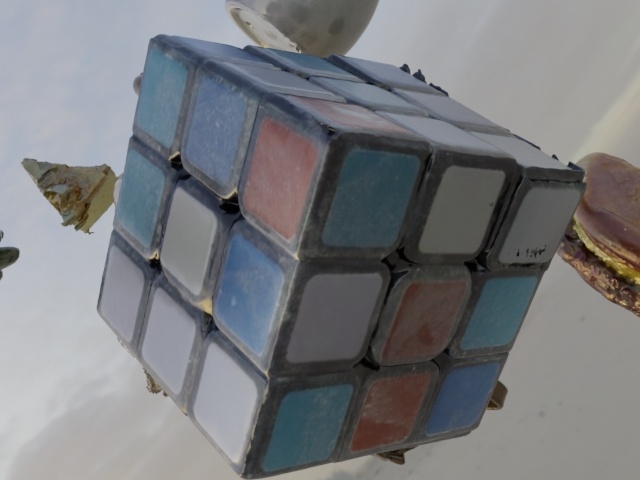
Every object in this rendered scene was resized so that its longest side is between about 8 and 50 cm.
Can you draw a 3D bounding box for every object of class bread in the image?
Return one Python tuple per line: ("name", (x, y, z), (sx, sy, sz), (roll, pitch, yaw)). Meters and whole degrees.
("bread", (-0.430, -0.095, 1.536), (0.127, 0.152, 0.147), (-53, -9, -8))

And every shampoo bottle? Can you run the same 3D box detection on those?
("shampoo bottle", (-0.022, -0.478, 1.664), (0.266, 0.273, 0.273), (-53, -13, -4))

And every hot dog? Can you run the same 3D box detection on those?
("hot dog", (0.568, 0.020, 1.524), (0.223, 0.405, 0.185), (-35, -37, -33))

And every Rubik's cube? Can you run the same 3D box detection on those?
("Rubik's cube", (0.000, 0.000, 0.962), (0.359, 0.362, 0.363), (1, -63, -42))

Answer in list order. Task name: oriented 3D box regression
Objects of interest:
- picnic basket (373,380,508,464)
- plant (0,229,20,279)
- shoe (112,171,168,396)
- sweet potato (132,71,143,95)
("picnic basket", (0.112, 0.195, 1.426), (0.321, 0.254, 0.291), (-8, 49, 50))
("plant", (-0.593, 0.050, 1.459), (0.149, 0.146, 0.274), (-46, 13, 14))
("shoe", (-0.238, 0.070, 1.318), (0.198, 0.350, 0.172), (-28, 4, 7))
("sweet potato", (-0.355, -0.314, 1.933), (0.059, 0.249, 0.069), (-30, -40, -21))
